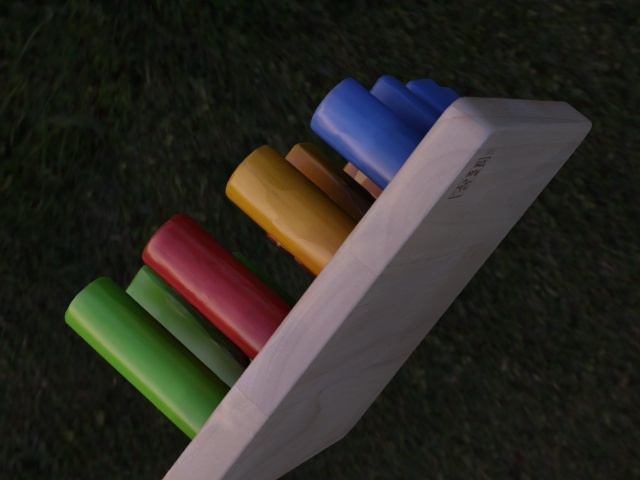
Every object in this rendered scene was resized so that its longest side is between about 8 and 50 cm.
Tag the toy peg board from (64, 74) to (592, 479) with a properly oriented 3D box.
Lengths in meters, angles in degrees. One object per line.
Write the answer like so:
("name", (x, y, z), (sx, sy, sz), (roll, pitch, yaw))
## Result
("toy peg board", (0.000, 0.000, 0.496), (0.079, 0.161, 0.160), (40, 107, 12))
